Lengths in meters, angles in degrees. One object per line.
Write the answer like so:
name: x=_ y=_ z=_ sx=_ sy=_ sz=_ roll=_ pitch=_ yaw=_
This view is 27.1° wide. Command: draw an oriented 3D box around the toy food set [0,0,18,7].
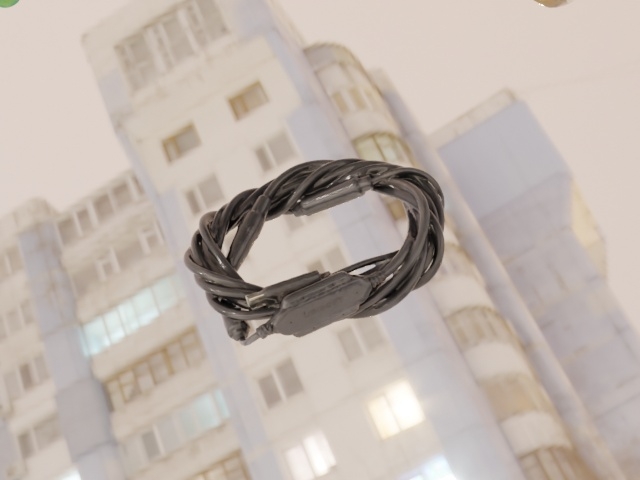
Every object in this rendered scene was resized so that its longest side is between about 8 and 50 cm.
toy food set: x=-0.181 y=-0.172 z=0.742 sx=0.083 sy=0.020 sz=0.083 roll=-12 pitch=-63 yaw=14

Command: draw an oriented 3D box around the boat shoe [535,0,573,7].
boat shoe: x=0.156 y=-0.207 z=0.573 sx=0.098 sy=0.302 sz=0.109 roll=-23 pitch=-68 yaw=40

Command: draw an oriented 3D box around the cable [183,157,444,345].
cable: x=0.000 y=0.000 z=0.930 sx=0.184 sy=0.150 sz=0.047 roll=-26 pitch=-49 yaw=-11
